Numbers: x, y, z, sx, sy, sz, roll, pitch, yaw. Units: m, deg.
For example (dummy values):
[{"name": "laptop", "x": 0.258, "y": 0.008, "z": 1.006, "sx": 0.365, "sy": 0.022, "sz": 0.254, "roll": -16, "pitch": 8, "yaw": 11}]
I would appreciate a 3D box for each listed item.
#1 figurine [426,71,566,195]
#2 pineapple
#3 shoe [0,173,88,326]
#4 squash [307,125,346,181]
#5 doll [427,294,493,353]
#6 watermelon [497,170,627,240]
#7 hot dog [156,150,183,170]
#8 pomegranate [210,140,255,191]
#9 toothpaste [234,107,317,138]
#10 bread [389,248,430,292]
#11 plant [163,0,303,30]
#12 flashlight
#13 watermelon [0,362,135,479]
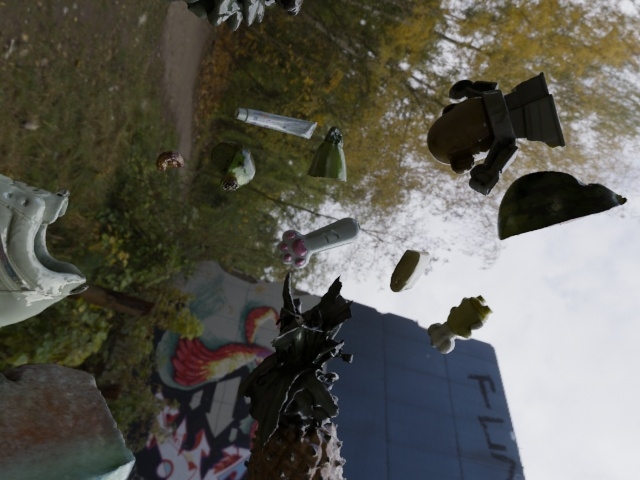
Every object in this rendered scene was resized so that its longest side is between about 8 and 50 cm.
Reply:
[{"name": "figurine", "x": 0.395, "y": -0.270, "z": 1.013, "sx": 0.284, "sy": 0.167, "sz": 0.342, "roll": -17, "pitch": -146, "yaw": 23}, {"name": "pineapple", "x": -0.036, "y": 0.229, "z": 0.619, "sx": 0.165, "sy": 0.165, "sz": 0.365, "roll": -140, "pitch": -129, "yaw": -76}, {"name": "shoe", "x": -0.440, "y": -0.043, "z": 0.548, "sx": 0.132, "sy": 0.210, "sz": 0.342, "roll": 15, "pitch": -56, "yaw": 66}, {"name": "squash", "x": 0.027, "y": -0.224, "z": 1.085, "sx": 0.105, "sy": 0.105, "sz": 0.132, "roll": -122, "pitch": -139, "yaw": -73}, {"name": "doll", "x": 0.314, "y": 0.191, "z": 0.974, "sx": 0.162, "sy": 0.062, "sz": 0.106, "roll": -43, "pitch": -161, "yaw": 19}, {"name": "watermelon", "x": 0.475, "y": -0.085, "z": 0.947, "sx": 0.303, "sy": 0.159, "sz": 0.128, "roll": 141, "pitch": -65, "yaw": -76}, {"name": "hot dog", "x": -0.563, "y": -0.296, "z": 1.587, "sx": 0.147, "sy": 0.099, "sz": 0.065, "roll": 10, "pitch": -65, "yaw": 66}, {"name": "pomegranate", "x": -0.257, "y": -0.219, "z": 1.301, "sx": 0.143, "sy": 0.122, "sz": 0.169, "roll": -54, "pitch": -128, "yaw": 34}, {"name": "toothpaste", "x": -0.107, "y": -0.292, "z": 1.061, "sx": 0.052, "sy": 0.218, "sz": 0.033, "roll": -58, "pitch": -137, "yaw": 35}, {"name": "bread", "x": 0.264, "y": 0.087, "z": 1.266, "sx": 0.139, "sy": 0.060, "sz": 0.178, "roll": -60, "pitch": 159, "yaw": 8}, {"name": "plant", "x": -0.061, "y": -0.269, "z": 0.360, "sx": 0.194, "sy": 0.129, "sz": 0.132, "roll": -60, "pitch": 175, "yaw": -2}, {"name": "flashlight", "x": 0.000, "y": 0.000, "z": 0.985, "sx": 0.047, "sy": 0.200, "sz": 0.093, "roll": 159, "pitch": -88, "yaw": -83}, {"name": "watermelon", "x": -0.303, "y": 0.245, "z": 0.381, "sx": 0.264, "sy": 0.151, "sz": 0.302, "roll": -51, "pitch": -154, "yaw": 6}]
